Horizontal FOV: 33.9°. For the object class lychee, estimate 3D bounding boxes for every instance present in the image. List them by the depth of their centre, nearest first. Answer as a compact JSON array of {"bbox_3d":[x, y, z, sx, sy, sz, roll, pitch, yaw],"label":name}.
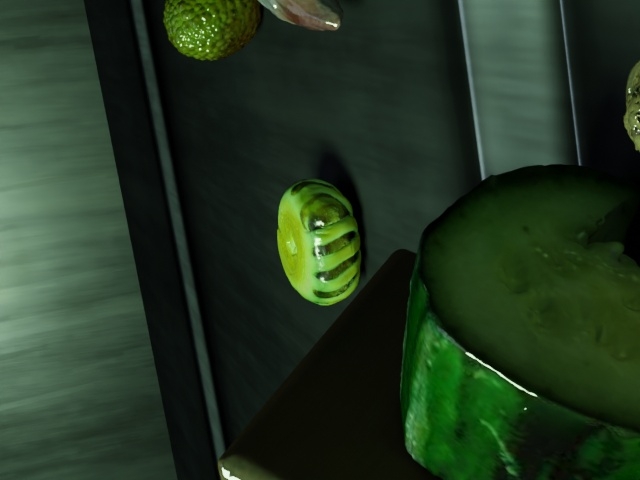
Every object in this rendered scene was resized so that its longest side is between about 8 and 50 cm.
[{"bbox_3d":[-0.125,-0.268,1.233,0.114,0.114,0.146,96,-165,-44],"label":"lychee"}]

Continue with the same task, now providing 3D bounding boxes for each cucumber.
[{"bbox_3d":[0.133,0.062,0.585,0.130,0.191,0.191,88,160,-45],"label":"cucumber"}]

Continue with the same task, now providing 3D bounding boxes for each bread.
[{"bbox_3d":[0.000,0.000,1.101,0.130,0.071,0.139,-125,27,-56],"label":"bread"}]

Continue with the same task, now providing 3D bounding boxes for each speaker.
[{"bbox_3d":[0.060,0.149,0.701,0.193,0.231,0.153,23,134,20],"label":"speaker"}]

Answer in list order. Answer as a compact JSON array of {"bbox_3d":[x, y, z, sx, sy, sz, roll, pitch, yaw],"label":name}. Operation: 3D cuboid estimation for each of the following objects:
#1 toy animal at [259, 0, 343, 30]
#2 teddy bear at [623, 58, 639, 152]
[{"bbox_3d":[-0.042,-0.287,1.007,0.324,0.091,0.195,5,100,62],"label":"toy animal"},{"bbox_3d":[0.194,-0.056,0.487,0.160,0.078,0.119,-98,-10,-72],"label":"teddy bear"}]
